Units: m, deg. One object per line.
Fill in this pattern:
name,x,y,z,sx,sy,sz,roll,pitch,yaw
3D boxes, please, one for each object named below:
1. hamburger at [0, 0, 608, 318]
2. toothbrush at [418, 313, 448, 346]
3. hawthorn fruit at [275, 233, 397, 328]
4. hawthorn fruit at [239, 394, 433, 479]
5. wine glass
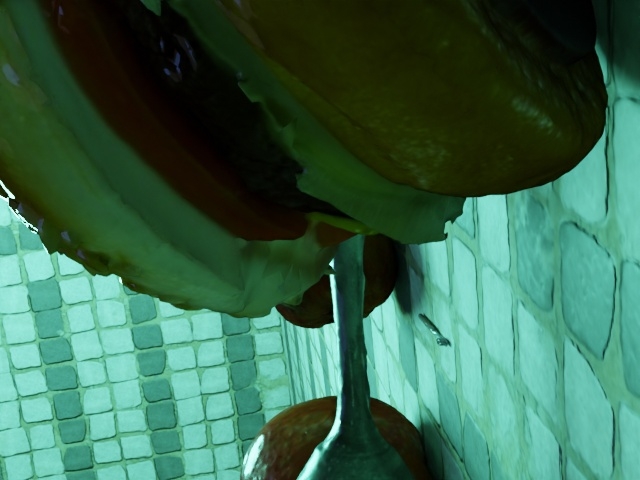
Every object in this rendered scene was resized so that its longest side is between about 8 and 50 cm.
hamburger,-0.034,-0.136,0.491,0.330,0.250,0.330,41,-147,-35
toothbrush,0.109,0.087,0.989,0.097,0.008,0.006,-125,41,-75
hawthorn fruit,0.002,0.011,1.142,0.173,0.174,0.179,-170,71,-82
hawthorn fruit,-0.007,0.293,1.108,0.242,0.272,0.241,172,90,-73
wine glass,0.025,0.135,0.798,0.267,0.267,0.405,-135,40,-77
